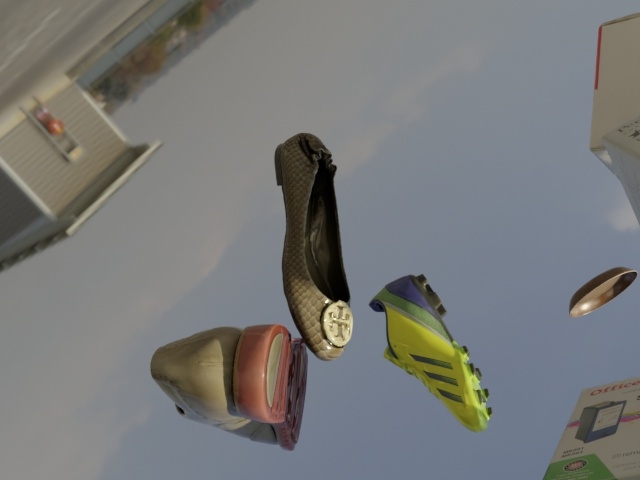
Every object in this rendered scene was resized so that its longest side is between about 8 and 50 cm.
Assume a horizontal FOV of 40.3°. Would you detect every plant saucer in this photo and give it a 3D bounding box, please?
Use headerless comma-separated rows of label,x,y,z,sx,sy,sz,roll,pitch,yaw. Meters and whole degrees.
plant saucer,0.598,0.106,1.864,0.168,0.029,0.168,-25,154,-13

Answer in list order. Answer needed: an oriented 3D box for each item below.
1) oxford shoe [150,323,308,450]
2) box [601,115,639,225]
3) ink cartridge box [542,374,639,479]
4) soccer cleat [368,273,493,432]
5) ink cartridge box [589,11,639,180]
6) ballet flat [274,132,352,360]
oxford shoe,-0.087,0.155,0.955,0.130,0.348,0.123,3,-111,7
box,0.355,-0.037,0.698,0.181,0.182,0.119,-27,-168,7
ink cartridge box,0.323,0.214,0.859,0.154,0.093,0.212,-22,-174,34
soccer cleat,0.166,0.181,1.344,0.121,0.093,0.289,-29,-126,5
ink cartridge box,0.506,-0.169,1.263,0.117,0.283,0.207,-8,-116,40
ballet flat,0.000,0.000,0.910,0.058,0.084,0.250,-19,-114,29
